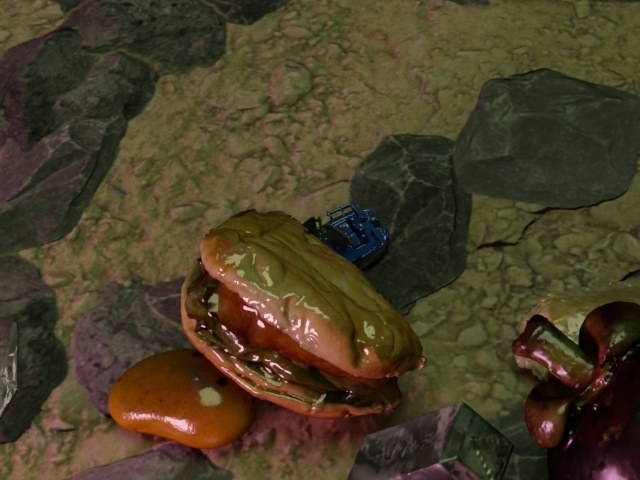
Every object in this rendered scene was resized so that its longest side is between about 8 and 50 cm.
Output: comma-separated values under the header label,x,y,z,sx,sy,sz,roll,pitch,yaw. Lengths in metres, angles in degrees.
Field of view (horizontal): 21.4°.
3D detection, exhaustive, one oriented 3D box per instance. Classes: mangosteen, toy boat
label,x,y,z,sx,sy,sz,roll,pitch,yaw
mangosteen,0.368,0.198,1.786,0.297,0.293,0.297,-15,19,6
toy boat,0.000,0.000,2.113,0.175,0.110,0.091,-28,53,-14

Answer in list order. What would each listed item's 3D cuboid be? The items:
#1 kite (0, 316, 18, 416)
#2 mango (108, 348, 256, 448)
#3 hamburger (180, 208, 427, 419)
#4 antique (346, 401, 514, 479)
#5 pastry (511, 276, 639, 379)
label,x,y,z,sx,sy,sz,roll,pitch,yaw
kite,-0.549,0.167,2.095,0.360,0.022,0.204,2,51,7
mango,-0.160,0.183,1.998,0.178,0.090,0.115,10,60,24
hamburger,-0.060,0.081,1.960,0.209,0.162,0.330,5,34,-49
antique,0.120,0.248,1.845,0.086,0.183,0.088,40,51,-20
pastry,0.355,0.099,2.013,0.258,0.089,0.121,-3,38,0
